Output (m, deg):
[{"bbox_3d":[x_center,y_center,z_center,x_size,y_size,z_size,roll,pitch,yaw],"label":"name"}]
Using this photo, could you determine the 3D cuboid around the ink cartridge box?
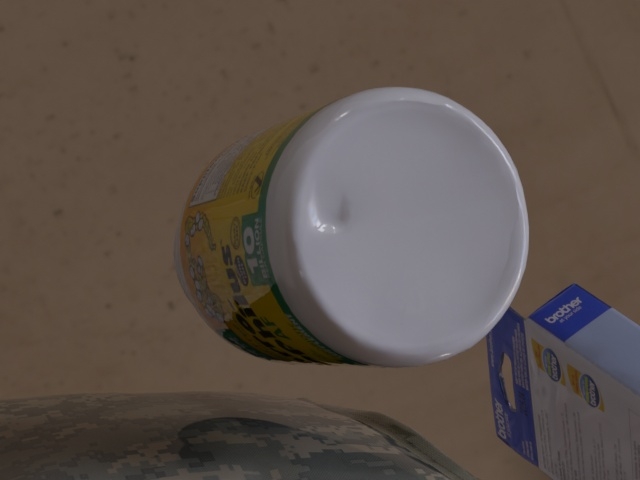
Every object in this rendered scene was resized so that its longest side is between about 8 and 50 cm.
[{"bbox_3d":[0.246,0.155,1.130,0.311,0.065,0.185,34,-30,39],"label":"ink cartridge box"}]

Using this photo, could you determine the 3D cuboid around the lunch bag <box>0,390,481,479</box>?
[{"bbox_3d":[-0.083,0.155,0.748,0.287,0.235,0.169,-152,-119,-68],"label":"lunch bag"}]

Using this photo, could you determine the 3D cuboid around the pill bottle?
[{"bbox_3d":[0.000,0.000,0.721,0.117,0.118,0.208,65,-21,-6],"label":"pill bottle"}]
